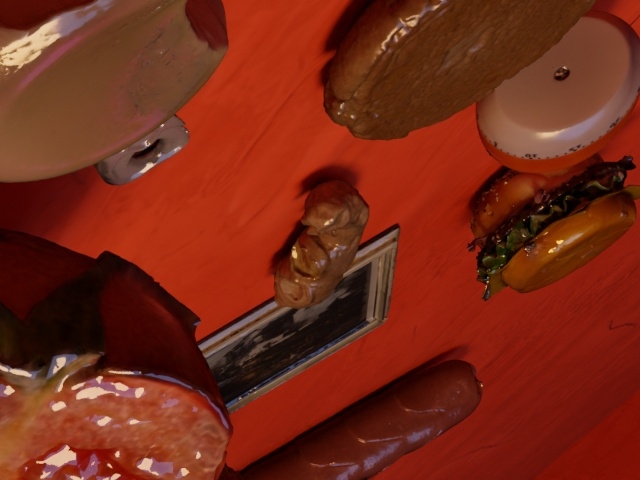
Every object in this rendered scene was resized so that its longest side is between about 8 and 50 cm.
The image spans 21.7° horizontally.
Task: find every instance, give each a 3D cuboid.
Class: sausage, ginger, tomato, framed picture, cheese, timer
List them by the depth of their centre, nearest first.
[{"bbox_3d":[-0.107,-0.083,0.783,0.163,0.082,0.286,-33,166,0],"label":"cheese"},{"bbox_3d":[-0.213,0.097,0.921,0.309,0.170,0.309,-9,135,-9],"label":"tomato"},{"bbox_3d":[0.171,-0.104,1.208,0.136,0.099,0.136,-23,172,-3],"label":"timer"},{"bbox_3d":[0.003,-0.002,1.258,0.069,0.051,0.173,-33,159,-23],"label":"ginger"},{"bbox_3d":[-0.053,0.105,1.484,0.296,0.019,0.232,-31,163,-10],"label":"framed picture"},{"bbox_3d":[0.005,0.253,1.891,0.433,0.088,0.088,-30,163,-15],"label":"sausage"}]

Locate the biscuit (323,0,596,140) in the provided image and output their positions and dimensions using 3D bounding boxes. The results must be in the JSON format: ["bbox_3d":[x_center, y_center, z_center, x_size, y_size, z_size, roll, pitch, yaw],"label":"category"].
[{"bbox_3d":[0.094,-0.139,1.054,0.226,0.042,0.226,-31,165,-10],"label":"biscuit"}]

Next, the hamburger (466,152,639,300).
[{"bbox_3d":[0.205,-0.024,1.484,0.164,0.093,0.189,-40,161,26],"label":"hamburger"}]

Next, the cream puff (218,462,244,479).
[{"bbox_3d":[-0.198,0.306,1.406,0.350,0.228,0.350,-51,163,-22],"label":"cream puff"}]
